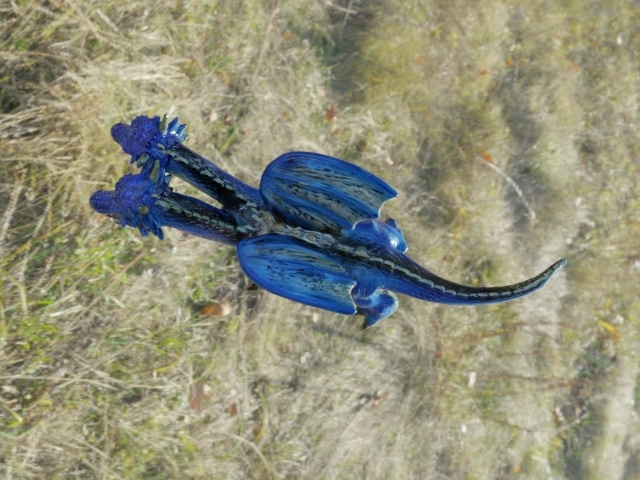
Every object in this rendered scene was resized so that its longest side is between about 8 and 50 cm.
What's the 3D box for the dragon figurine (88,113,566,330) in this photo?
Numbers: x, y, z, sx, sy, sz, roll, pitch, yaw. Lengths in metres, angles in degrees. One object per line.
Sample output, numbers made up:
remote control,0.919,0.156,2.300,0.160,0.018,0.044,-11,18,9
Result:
dragon figurine,0.000,0.000,0.428,0.144,0.289,0.085,44,64,-72
